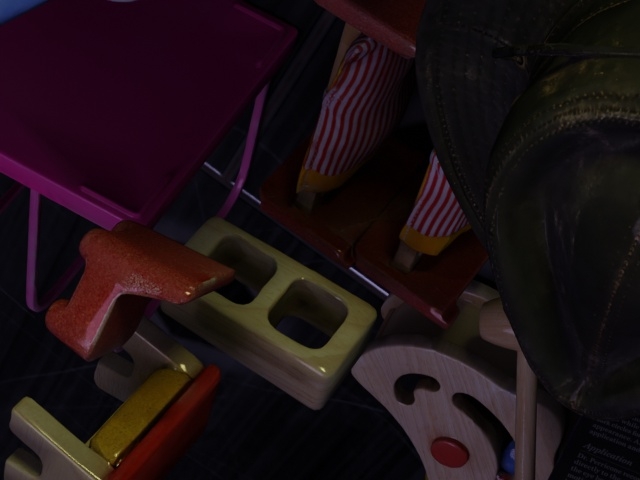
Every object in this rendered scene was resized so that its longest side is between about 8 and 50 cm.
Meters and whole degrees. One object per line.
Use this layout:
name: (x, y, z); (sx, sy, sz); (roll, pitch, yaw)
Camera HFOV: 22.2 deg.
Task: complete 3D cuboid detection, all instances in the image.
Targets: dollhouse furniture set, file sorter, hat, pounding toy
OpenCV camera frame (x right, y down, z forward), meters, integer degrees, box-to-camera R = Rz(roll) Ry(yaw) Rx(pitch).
dollhouse furniture set: (0.000, 0.000, 0.919); (0.152, 0.374, 0.201); (31, 141, 12)
file sorter: (-0.202, -0.087, 1.105); (0.290, 0.202, 0.182); (28, 142, 8)
hat: (0.151, -0.005, 0.698); (0.331, 0.134, 0.331); (22, 143, 18)
pounding toy: (0.094, 0.132, 1.142); (0.154, 0.155, 0.269); (14, 135, 17)

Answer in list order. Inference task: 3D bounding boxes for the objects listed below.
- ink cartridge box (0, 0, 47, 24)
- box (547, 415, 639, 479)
ink cartridge box: (-0.094, -0.248, 0.623); (0.395, 0.151, 0.270); (-17, 110, 39)
box: (0.207, 0.187, 1.079); (0.108, 0.207, 0.153); (21, 136, 17)
